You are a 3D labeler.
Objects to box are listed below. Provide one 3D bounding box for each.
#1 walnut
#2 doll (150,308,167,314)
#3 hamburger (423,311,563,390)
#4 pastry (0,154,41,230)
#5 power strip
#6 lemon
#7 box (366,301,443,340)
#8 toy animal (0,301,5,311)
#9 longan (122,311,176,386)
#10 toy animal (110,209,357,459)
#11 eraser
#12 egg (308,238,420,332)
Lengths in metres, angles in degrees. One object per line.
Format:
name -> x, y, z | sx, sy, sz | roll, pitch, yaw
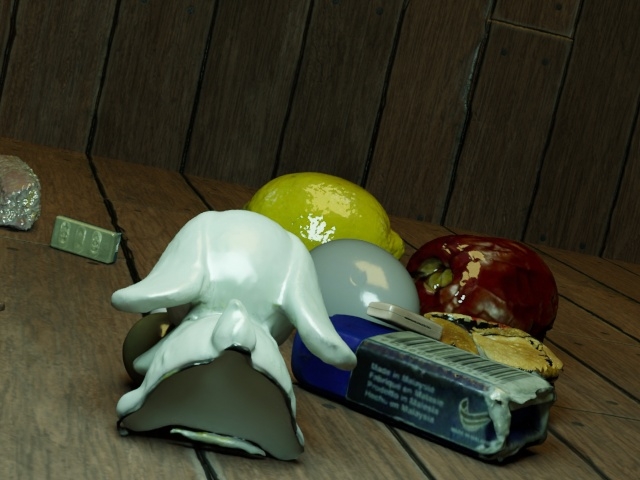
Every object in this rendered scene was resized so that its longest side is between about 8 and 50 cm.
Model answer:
walnut -> 0.234, 0.095, 2.123 | 0.269, 0.222, 0.244 | 25, -32, -37
doll -> -0.158, 0.120, 1.828 | 0.160, 0.059, 0.161 | 15, 9, 15
hamburger -> 0.232, 0.180, 1.887 | 0.231, 0.107, 0.231 | 17, 10, -3
pastry -> -0.573, -0.095, 2.477 | 0.102, 0.112, 0.265 | -2, 12, -20
power strip -> -0.400, -0.001, 2.287 | 0.123, 0.056, 0.032 | 16, 7, 17
lemon -> -0.005, -0.001, 2.302 | 0.263, 0.236, 0.236 | 15, 8, 33
box -> 0.114, 0.107, 1.803 | 0.115, 0.025, 0.048 | 25, -8, -41
toy animal -> -0.499, 0.051, 1.776 | 0.149, 0.054, 0.275 | 14, 5, -19
longan -> -0.174, 0.137, 1.564 | 0.119, 0.106, 0.106 | 31, 13, 16
toy animal -> -0.106, 0.087, 1.445 | 0.249, 0.174, 0.289 | 0, 44, -29
eraser -> 0.125, 0.182, 1.709 | 0.332, 0.102, 0.155 | 17, 9, 32
egg -> 0.053, 0.090, 1.953 | 0.176, 0.176, 0.232 | 7, 14, -37
